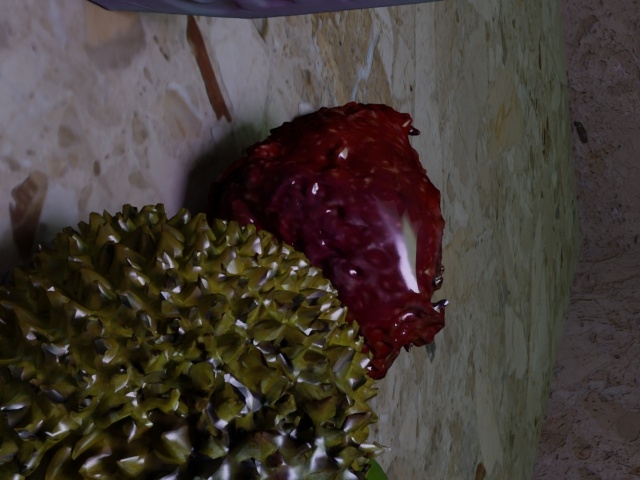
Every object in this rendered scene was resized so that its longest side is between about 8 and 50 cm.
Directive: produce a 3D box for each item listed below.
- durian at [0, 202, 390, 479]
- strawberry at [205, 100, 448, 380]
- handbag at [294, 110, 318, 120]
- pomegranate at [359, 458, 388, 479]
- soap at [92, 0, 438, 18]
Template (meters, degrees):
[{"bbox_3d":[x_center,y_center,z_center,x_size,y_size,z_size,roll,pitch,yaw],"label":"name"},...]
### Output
[{"bbox_3d":[-0.099,0.105,0.551,0.292,0.258,0.258,7,85,-22],"label":"durian"},{"bbox_3d":[0.000,0.000,0.794,0.274,0.220,0.274,-169,-90,-79],"label":"strawberry"},{"bbox_3d":[0.054,-0.041,1.048,0.275,0.088,0.244,-11,98,-63],"label":"handbag"},{"bbox_3d":[-0.054,0.250,0.781,0.190,0.240,0.159,97,-22,-48],"label":"pomegranate"},{"bbox_3d":[-0.028,-0.226,0.563,0.193,0.323,0.109,13,79,-65],"label":"soap"}]
